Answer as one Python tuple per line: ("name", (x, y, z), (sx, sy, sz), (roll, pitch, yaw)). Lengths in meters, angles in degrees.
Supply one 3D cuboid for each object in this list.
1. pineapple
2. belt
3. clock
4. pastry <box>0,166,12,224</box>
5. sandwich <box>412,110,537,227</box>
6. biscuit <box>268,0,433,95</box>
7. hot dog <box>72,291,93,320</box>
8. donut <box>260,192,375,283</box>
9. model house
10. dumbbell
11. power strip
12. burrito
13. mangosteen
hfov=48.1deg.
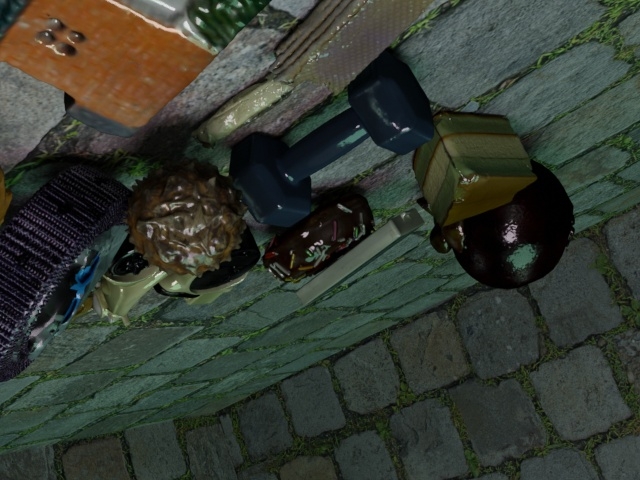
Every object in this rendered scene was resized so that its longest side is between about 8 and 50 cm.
("pineapple", (-0.204, -0.037, 1.079), (0.175, 0.174, 0.361), (-17, -174, -13))
("belt", (-0.388, 0.043, 1.012), (0.324, 0.122, 0.260), (-59, -179, -11))
("clock", (-0.297, 0.060, 1.414), (0.379, 0.120, 0.276), (0, 147, -50))
("pastry", (-0.493, -0.013, 0.765), (0.315, 0.184, 0.284), (-63, 167, 0))
("sandwich", (0.306, -0.157, 1.379), (0.199, 0.155, 0.227), (-20, 161, -8))
("biscuit", (0.044, -0.273, 0.893), (0.108, 0.061, 0.239), (0, 152, -44))
("hot dog", (-0.543, 0.122, 1.389), (0.109, 0.072, 0.270), (-29, 162, 19))
("donut", (0.000, 0.000, 1.507), (0.270, 0.103, 0.269), (-33, 171, -6))
("model house", (-0.202, -0.253, 0.557), (0.301, 0.190, 0.272), (18, 144, -40))
("dumbbell", (0.013, -0.148, 1.090), (0.316, 0.156, 0.143), (-30, -170, 28))
("power strip", (0.074, 0.044, 1.543), (0.106, 0.043, 0.367), (-24, 169, -48))
("burrito", (-0.109, -0.186, 1.016), (0.186, 0.041, 0.045), (-28, 120, 23))
("mangosteen", (0.389, -0.047, 1.622), (0.347, 0.306, 0.307), (7, 164, 8))
